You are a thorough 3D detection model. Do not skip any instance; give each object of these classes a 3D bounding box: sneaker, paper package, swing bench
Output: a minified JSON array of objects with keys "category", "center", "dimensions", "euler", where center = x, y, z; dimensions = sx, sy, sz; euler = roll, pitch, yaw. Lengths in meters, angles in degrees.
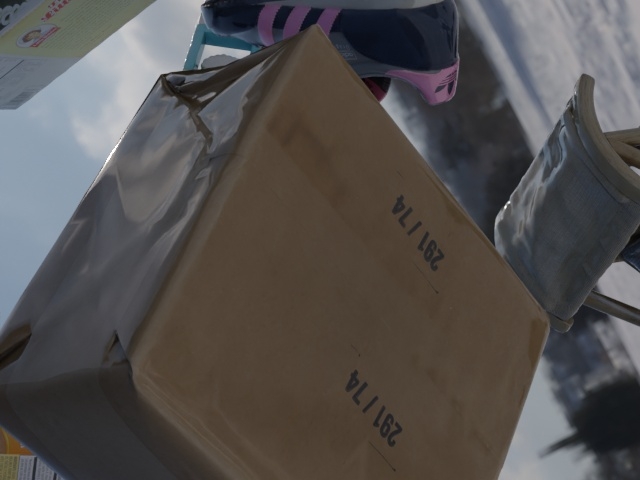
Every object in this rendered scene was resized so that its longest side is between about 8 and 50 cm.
[{"category":"sneaker","center":[0.003,-0.190,1.407],"dimensions":[0.319,0.112,0.131],"euler":[9,120,49]},{"category":"paper package","center":[-0.020,0.076,0.995],"dimensions":[0.325,0.168,0.310],"euler":[47,-128,-29]},{"category":"swing bench","center":[0.346,-0.020,1.556],"dimensions":[0.253,0.254,0.165],"euler":[113,161,-53]}]

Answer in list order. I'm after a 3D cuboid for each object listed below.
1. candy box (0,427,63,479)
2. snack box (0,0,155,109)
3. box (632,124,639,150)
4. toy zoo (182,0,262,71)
[{"category":"candy box","center":[-0.363,0.240,1.752],"dimensions":[0.183,0.316,0.088],"euler":[-118,35,-60]},{"category":"snack box","center":[-0.266,-0.240,1.474],"dimensions":[0.060,0.322,0.187],"euler":[60,-158,8]},{"category":"box","center":[0.548,-0.051,1.691],"dimensions":[0.143,0.191,0.381],"euler":[9,-143,-44]},{"category":"toy zoo","center":[-0.077,-0.267,1.978],"dimensions":[0.030,0.192,0.293],"euler":[90,-170,-52]}]
